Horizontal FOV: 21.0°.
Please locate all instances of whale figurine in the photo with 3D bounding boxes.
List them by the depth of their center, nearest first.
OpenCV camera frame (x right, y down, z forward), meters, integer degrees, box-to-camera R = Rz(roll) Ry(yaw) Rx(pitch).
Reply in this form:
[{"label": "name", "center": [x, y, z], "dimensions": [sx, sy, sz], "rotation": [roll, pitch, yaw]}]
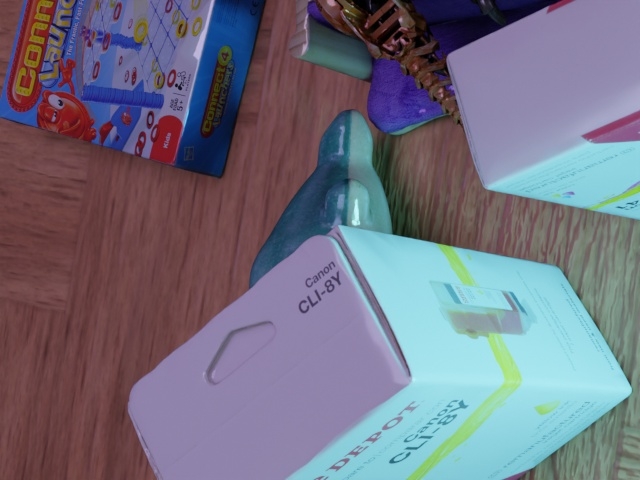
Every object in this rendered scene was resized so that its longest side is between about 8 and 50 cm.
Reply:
[{"label": "whale figurine", "center": [0.000, 0.000, 1.751], "dimensions": [0.141, 0.216, 0.272], "rotation": [2, 62, -2]}]

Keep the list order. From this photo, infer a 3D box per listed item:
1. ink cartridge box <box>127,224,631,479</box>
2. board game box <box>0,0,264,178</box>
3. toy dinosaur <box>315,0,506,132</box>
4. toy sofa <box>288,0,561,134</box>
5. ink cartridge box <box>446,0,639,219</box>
[{"label": "ink cartridge box", "center": [0.060, 0.145, 1.567], "dimensions": [0.279, 0.384, 0.160], "rotation": [-41, 62, 26]}, {"label": "board game box", "center": [-0.214, -0.256, 2.011], "dimensions": [0.302, 0.086, 0.308], "rotation": [16, 94, 37]}, {"label": "toy dinosaur", "center": [0.048, -0.228, 1.544], "dimensions": [0.164, 0.218, 0.322], "rotation": [-18, 77, 33]}, {"label": "toy sofa", "center": [0.154, -0.227, 1.694], "dimensions": [0.362, 0.150, 0.177], "rotation": [-9, 77, 35]}, {"label": "ink cartridge box", "center": [0.287, -0.123, 1.483], "dimensions": [0.226, 0.306, 0.131], "rotation": [-25, 71, 32]}]
